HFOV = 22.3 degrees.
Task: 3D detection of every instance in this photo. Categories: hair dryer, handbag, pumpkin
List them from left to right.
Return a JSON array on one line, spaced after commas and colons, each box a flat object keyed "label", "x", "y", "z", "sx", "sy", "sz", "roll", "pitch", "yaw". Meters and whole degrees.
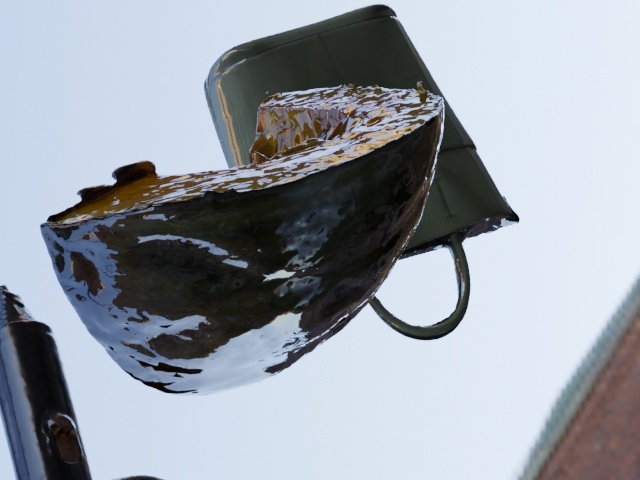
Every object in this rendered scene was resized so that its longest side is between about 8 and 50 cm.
[{"label": "hair dryer", "x": -0.184, "y": 0.149, "z": 1.147, "sx": 0.107, "sy": 0.189, "sz": 0.352, "roll": 12, "pitch": -139, "yaw": -37}, {"label": "pumpkin", "x": 0.000, "y": 0.000, "z": 0.886, "sx": 0.312, "sy": 0.169, "sz": 0.148, "roll": -44, "pitch": -54, "yaw": -62}, {"label": "handbag", "x": 0.038, "y": -0.047, "z": 1.464, "sx": 0.241, "sy": 0.109, "sz": 0.315, "roll": -20, "pitch": -104, "yaw": -19}]
